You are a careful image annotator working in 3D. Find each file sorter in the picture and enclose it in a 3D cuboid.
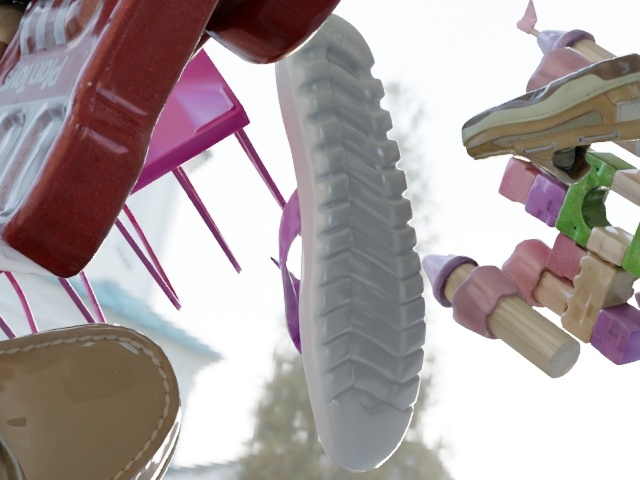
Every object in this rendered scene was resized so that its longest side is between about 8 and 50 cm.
[{"bbox_3d":[-0.190,-0.031,1.478,0.290,0.202,0.182,-31,-51,-2],"label":"file sorter"}]

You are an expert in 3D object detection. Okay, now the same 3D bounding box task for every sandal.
[{"bbox_3d":[0.010,0.002,1.432,0.102,0.416,0.169,-12,-15,37],"label":"sandal"}]

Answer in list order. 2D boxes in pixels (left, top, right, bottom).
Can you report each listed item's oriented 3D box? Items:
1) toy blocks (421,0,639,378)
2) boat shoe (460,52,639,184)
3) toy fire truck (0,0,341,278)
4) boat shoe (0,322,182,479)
[{"bbox_3d":[0.256,-0.053,1.518,0.309,0.260,0.289,-4,-60,-42],"label":"toy blocks"},{"bbox_3d":[0.166,-0.073,1.129,0.068,0.072,0.190,-19,-1,-27],"label":"boat shoe"},{"bbox_3d":[-0.134,-0.101,0.793,0.169,0.254,0.302,33,-15,-27],"label":"toy fire truck"},{"bbox_3d":[-0.173,0.112,0.657,0.122,0.341,0.110,50,-45,10],"label":"boat shoe"}]
